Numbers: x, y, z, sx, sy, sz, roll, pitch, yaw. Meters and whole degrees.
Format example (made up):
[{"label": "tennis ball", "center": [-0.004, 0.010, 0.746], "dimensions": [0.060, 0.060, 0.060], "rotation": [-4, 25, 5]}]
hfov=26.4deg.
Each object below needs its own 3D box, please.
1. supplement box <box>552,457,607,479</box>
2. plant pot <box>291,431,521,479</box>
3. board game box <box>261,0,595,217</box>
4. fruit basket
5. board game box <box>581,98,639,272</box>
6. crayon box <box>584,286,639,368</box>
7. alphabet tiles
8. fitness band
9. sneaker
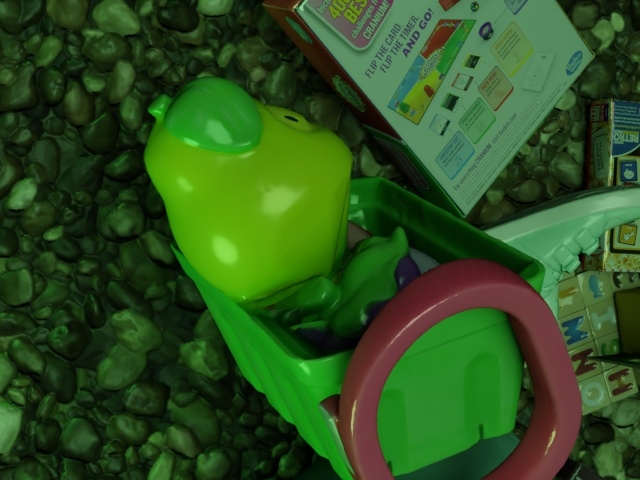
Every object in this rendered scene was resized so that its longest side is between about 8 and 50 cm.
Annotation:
[{"label": "supplement box", "center": [0.238, 0.331, 1.497], "dimensions": [0.081, 0.104, 0.188], "rotation": [38, 80, -18]}, {"label": "plant pot", "center": [0.089, 0.302, 1.373], "dimensions": [0.255, 0.272, 0.271], "rotation": [-41, 105, -30]}, {"label": "board game box", "center": [0.122, -0.216, 1.406], "dimensions": [0.242, 0.064, 0.316], "rotation": [-50, 123, -12]}, {"label": "fruit basket", "center": [0.000, 0.000, 1.256], "dimensions": [0.283, 0.392, 0.392], "rotation": [-19, 99, -18]}, {"label": "board game box", "center": [0.374, -0.058, 1.554], "dimensions": [0.147, 0.045, 0.193], "rotation": [4, 90, -24]}, {"label": "crayon box", "center": [0.477, 0.082, 1.516], "dimensions": [0.319, 0.202, 0.081], "rotation": [-9, 95, -23]}, {"label": "alphabet tiles", "center": [0.284, 0.083, 1.554], "dimensions": [0.198, 0.009, 0.237], "rotation": [-19, 98, -19]}, {"label": "fitness band", "center": [0.116, 0.141, 1.137], "dimensions": [0.209, 0.054, 0.291], "rotation": [-32, 132, -8]}, {"label": "sneaker", "center": [0.259, 0.036, 1.473], "dimensions": [0.256, 0.094, 0.151], "rotation": [-20, 93, 3]}]
